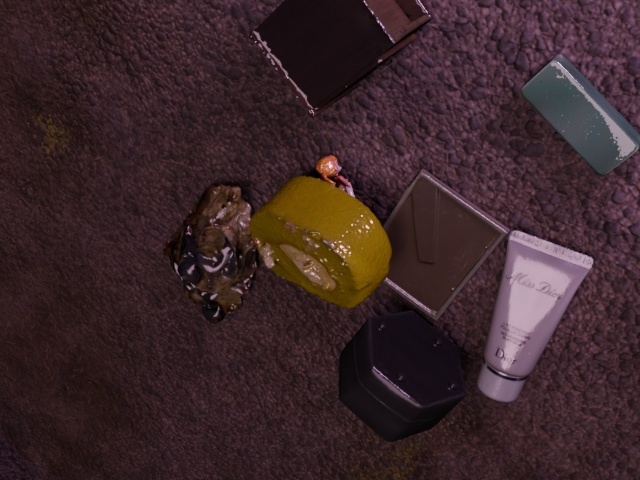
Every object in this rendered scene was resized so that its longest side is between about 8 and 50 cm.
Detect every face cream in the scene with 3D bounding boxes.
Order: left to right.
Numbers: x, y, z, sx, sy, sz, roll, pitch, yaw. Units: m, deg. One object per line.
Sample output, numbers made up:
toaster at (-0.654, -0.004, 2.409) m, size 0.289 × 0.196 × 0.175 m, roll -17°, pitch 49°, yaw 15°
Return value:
face cream at (0.358, 0.140, 1.372) m, size 0.143 × 0.089 × 0.314 m, roll 22°, pitch 116°, yaw 18°

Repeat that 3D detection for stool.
stool at (0.152, 0.249, 1.468) m, size 0.232 × 0.232 × 0.141 m, roll 38°, pitch 128°, yaw 7°

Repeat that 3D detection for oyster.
oyster at (-0.220, 0.035, 1.650) m, size 0.221 × 0.096 × 0.361 m, roll 40°, pitch 133°, yaw -4°

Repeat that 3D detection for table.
table at (0.040, -0.329, 1.218) m, size 0.193 × 0.169 × 0.172 m, roll -33°, pitch 98°, yaw 39°

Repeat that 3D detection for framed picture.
framed picture at (0.198, 0.015, 1.422) m, size 0.189 × 0.023 × 0.260 m, roll 36°, pitch 130°, yaw 8°

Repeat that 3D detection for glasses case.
glasses case at (0.391, -0.188, 1.171) m, size 0.184 × 0.039 × 0.078 m, roll 46°, pitch 130°, yaw 0°

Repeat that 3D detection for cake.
cake at (0.000, 0.000, 1.418) m, size 0.260 × 0.156 × 0.179 m, roll 22°, pitch 147°, yaw 31°

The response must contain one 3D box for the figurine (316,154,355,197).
figurine at (0.033, -0.106, 1.439) m, size 0.109 × 0.047 × 0.064 m, roll 54°, pitch 154°, yaw -15°
